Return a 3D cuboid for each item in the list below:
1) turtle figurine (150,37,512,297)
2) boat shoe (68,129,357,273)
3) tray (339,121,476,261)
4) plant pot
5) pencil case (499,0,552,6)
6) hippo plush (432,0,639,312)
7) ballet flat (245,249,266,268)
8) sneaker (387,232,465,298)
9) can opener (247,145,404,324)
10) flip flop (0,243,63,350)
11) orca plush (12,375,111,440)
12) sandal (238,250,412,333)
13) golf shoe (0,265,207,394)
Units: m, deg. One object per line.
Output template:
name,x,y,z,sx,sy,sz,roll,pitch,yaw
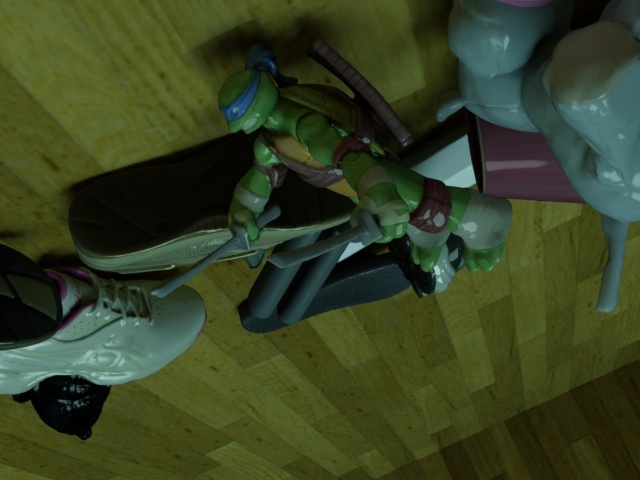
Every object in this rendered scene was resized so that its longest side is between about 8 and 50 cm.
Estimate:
turtle figurine,0.012,-0.012,0.981,0.266,0.274,0.198,21,138,-28
boat shoe,-0.091,-0.031,1.123,0.302,0.109,0.098,-14,163,-12
tray,0.095,-0.060,1.343,0.270,0.030,0.145,-30,157,16
plant pot,0.243,-0.120,1.165,0.180,0.201,0.201,-8,159,3
pencil case,0.162,-0.285,0.774,0.124,0.124,0.284,-16,157,-19
hippo plush,0.237,-0.152,0.992,0.234,0.236,0.294,-35,137,-14
ballet flat,-0.070,-0.007,1.295,0.041,0.041,0.114,-10,155,-31
sneaker,0.131,-0.001,1.264,0.108,0.100,0.271,-32,-177,-3
can opener,0.000,0.000,1.259,0.074,0.093,0.280,15,134,-22
flip flop,-0.377,0.071,1.051,0.277,0.112,0.080,-10,157,-24
orca plush,-0.285,0.193,1.436,0.151,0.102,0.287,-6,152,-39
sandal,0.011,0.053,1.506,0.255,0.054,0.097,-17,152,7
golf shoe,-0.244,0.084,1.220,0.306,0.115,0.140,-9,151,-36
